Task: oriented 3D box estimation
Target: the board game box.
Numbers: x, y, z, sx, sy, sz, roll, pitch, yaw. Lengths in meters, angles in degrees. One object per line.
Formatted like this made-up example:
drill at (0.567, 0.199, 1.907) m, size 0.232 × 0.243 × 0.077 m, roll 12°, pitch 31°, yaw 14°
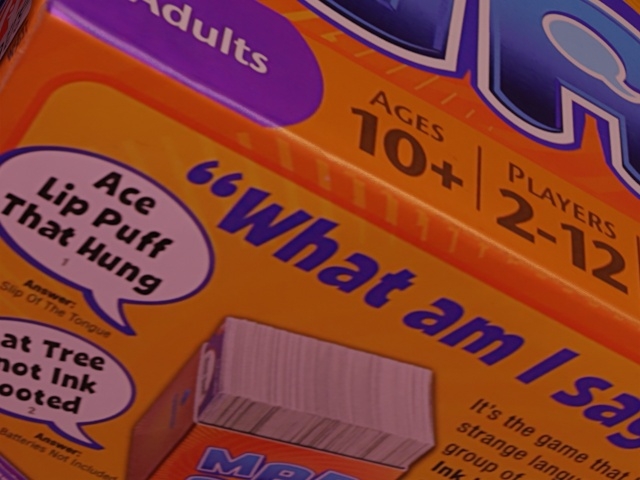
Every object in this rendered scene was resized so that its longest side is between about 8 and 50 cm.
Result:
board game box at (0.000, 0.000, 0.662) m, size 0.356 × 0.356 × 0.356 m, roll 27°, pitch 40°, yaw -19°
